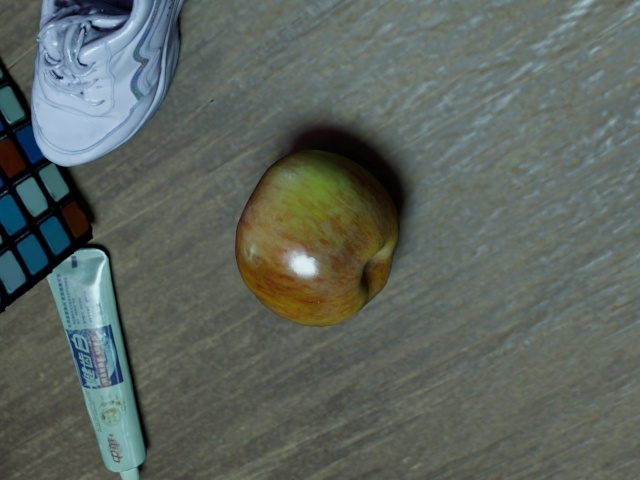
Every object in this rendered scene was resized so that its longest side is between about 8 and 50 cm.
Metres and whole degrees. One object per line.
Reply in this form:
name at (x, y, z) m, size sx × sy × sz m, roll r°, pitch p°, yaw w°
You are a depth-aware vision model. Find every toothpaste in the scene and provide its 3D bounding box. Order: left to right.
toothpaste at (-0.185, 0.111, 1.202) m, size 0.060 × 0.038 × 0.233 m, roll -4°, pitch 113°, yaw 17°

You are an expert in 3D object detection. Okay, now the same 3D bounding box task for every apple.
apple at (-0.001, -0.001, 1.025) m, size 0.102 × 0.126 × 0.126 m, roll 27°, pitch 124°, yaw 27°

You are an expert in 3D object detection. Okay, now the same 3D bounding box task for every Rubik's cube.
Rubik's cube at (-0.321, -0.021, 1.081) m, size 0.187 × 0.182 × 0.184 m, roll -20°, pitch 104°, yaw 26°

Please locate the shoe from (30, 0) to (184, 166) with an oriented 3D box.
shoe at (-0.159, -0.141, 0.998) m, size 0.095 × 0.137 × 0.245 m, roll 32°, pitch 122°, yaw 5°
